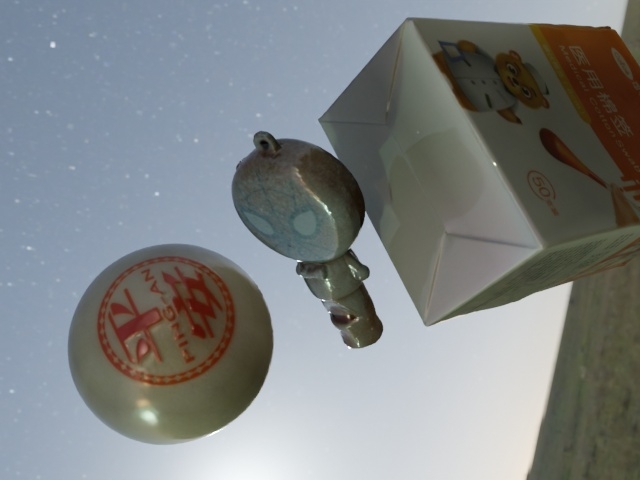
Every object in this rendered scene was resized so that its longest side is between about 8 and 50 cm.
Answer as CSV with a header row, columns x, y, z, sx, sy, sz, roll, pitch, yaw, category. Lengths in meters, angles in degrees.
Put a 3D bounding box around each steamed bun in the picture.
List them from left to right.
x,y,z,sx,sy,sz,roll,pitch,yaw,category
-0.168,0.102,0.919,0.145,0.232,0.231,89,-161,-59,steamed bun

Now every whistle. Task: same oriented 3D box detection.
x,y,z,sx,sy,sz,roll,pitch,yaw,category
0.000,0.000,0.666,0.057,0.107,0.220,-55,-48,-37,whistle

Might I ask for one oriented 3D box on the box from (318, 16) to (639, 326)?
x,y,z,sx,sy,sz,roll,pitch,yaw,category
0.200,-0.075,0.775,0.341,0.225,0.143,-11,-22,-41,box
